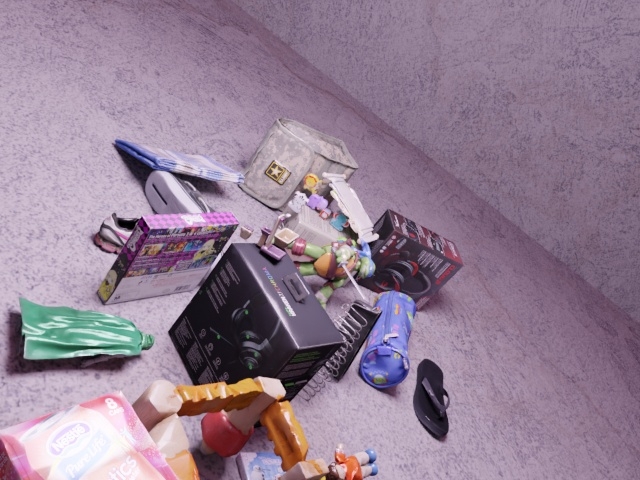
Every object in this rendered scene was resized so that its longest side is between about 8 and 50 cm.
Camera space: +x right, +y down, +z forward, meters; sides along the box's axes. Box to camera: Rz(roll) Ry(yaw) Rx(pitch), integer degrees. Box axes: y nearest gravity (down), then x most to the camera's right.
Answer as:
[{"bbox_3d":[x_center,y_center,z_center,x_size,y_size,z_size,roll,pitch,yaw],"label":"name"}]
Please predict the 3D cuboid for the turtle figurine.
[{"bbox_3d":[-0.005,0.086,1.535,0.266,0.198,0.275,14,70,0],"label":"turtle figurine"}]

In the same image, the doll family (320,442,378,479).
[{"bbox_3d":[0.040,0.497,1.111,0.163,0.118,0.263,8,58,-54],"label":"doll family"}]

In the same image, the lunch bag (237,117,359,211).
[{"bbox_3d":[-0.074,-0.208,1.864,0.286,0.235,0.169,15,35,-38],"label":"lunch bag"}]

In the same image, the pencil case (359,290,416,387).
[{"bbox_3d":[0.175,0.239,1.617,0.119,0.133,0.306,7,26,9],"label":"pencil case"}]

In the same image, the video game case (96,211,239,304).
[{"bbox_3d":[-0.296,0.032,1.260,0.232,0.210,0.042,-7,52,-54],"label":"video game case"}]

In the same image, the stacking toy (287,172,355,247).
[{"bbox_3d":[0.025,-0.079,1.715,0.221,0.052,0.167,39,28,-3],"label":"stacking toy"}]

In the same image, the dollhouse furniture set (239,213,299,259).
[{"bbox_3d":[-0.080,-0.033,1.193,0.091,0.081,0.114,30,21,9],"label":"dollhouse furniture set"}]

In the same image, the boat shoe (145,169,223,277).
[{"bbox_3d":[-0.291,-0.051,1.486,0.119,0.121,0.335,1,43,-44],"label":"boat shoe"}]

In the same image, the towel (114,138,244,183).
[{"bbox_3d":[-0.359,-0.207,1.651,0.284,0.034,0.209,7,17,-48],"label":"towel"}]

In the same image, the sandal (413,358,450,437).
[{"bbox_3d":[0.284,0.383,1.612,0.097,0.054,0.255,32,28,-14],"label":"sandal"}]

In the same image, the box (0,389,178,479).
[{"bbox_3d":[-0.307,0.323,0.707,0.142,0.300,0.154,50,30,20],"label":"box"}]

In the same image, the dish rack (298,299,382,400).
[{"bbox_3d":[0.011,0.241,1.340,0.074,0.208,0.271,34,25,17],"label":"dish rack"}]

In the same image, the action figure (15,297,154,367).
[{"bbox_3d":[-0.394,0.167,1.095,0.232,0.064,0.137,12,36,-35],"label":"action figure"}]

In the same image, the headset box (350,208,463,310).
[{"bbox_3d":[0.256,0.067,1.875,0.293,0.218,0.110,26,31,-25],"label":"headset box"}]

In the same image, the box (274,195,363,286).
[{"bbox_3d":[0.000,0.000,1.762,0.232,0.127,0.149,28,29,-22],"label":"box"}]

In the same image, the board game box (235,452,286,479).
[{"bbox_3d":[-0.097,0.419,1.127,0.090,0.020,0.090,14,35,-39],"label":"board game box"}]

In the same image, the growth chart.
[{"bbox_3d":[0.083,-0.091,1.736,0.172,0.021,0.237,3,56,-63],"label":"growth chart"}]

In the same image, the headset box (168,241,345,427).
[{"bbox_3d":[-0.123,0.171,1.183,0.131,0.283,0.246,2,44,-49],"label":"headset box"}]

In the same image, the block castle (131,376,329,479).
[{"bbox_3d":[-0.123,0.425,0.890,0.303,0.213,0.453,9,42,-50],"label":"block castle"}]

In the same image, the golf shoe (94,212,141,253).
[{"bbox_3d":[-0.376,-0.007,1.356,0.186,0.086,0.068,14,35,-42],"label":"golf shoe"}]
